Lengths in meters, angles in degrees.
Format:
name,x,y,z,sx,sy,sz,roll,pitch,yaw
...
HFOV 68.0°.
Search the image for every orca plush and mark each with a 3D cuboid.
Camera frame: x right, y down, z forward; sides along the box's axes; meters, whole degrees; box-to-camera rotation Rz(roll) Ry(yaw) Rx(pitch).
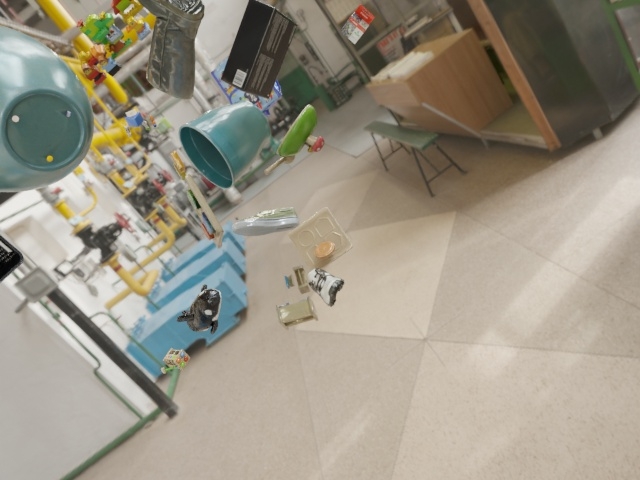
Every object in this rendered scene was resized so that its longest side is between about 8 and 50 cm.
name,x,y,z,sx,sy,sz,roll,pitch,yaw
orca plush,-0.388,0.214,1.433,0.102,0.151,0.287,-4,-8,-31

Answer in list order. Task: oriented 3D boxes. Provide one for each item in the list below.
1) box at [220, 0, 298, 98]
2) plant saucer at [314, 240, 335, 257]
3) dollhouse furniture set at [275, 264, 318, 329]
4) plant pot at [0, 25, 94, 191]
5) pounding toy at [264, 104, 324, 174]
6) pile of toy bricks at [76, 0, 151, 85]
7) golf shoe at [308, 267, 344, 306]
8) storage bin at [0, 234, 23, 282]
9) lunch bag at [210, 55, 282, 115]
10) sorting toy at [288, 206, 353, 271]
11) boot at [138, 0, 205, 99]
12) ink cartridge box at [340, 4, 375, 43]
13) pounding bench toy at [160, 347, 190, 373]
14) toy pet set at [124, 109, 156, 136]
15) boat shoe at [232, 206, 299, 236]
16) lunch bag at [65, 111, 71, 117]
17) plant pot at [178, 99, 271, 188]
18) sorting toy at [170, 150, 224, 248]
name,x,y,z,sx,sy,sz,roll,pitch,yaw
box,-0.195,-0.608,1.527,0.261,0.103,0.184,-65,-16,16
plant saucer,0.014,0.033,1.785,0.083,0.013,0.084,-19,36,15
dollhouse furniture set,-0.096,0.211,1.735,0.129,0.184,0.129,-16,-24,1
plant pot,-0.513,-0.207,0.811,0.195,0.290,0.290,22,56,33
pounding toy,-0.056,-0.298,1.490,0.237,0.110,0.183,-52,6,34
pile of toy bricks,-0.481,-0.454,1.047,0.212,0.105,0.118,-35,58,15
golf shoe,0.006,0.115,1.213,0.077,0.093,0.198,-62,1,-5
storage bin,-0.712,0.061,0.947,0.084,0.122,0.180,-28,25,25
lunch bag,-0.295,-0.658,2.042,0.220,0.293,0.138,-31,-5,27
sorting toy,0.000,0.000,1.855,0.193,0.208,0.038,-35,-20,6
boot,-0.312,-0.395,0.910,0.076,0.189,0.208,-56,4,-32
ink cartridge box,0.116,-0.677,1.490,0.029,0.062,0.115,-58,13,-23
pounding bench toy,-0.495,0.417,1.613,0.065,0.052,0.083,-4,41,33
toy pet set,-0.709,-0.454,1.861,0.122,0.114,0.065,-28,56,-14
boat shoe,-0.247,-0.086,2.128,0.302,0.094,0.109,-6,-25,-18
lunch bag,-0.659,-0.310,1.245,0.098,0.065,0.067,169,115,-75
plant pot,-0.330,-0.374,1.739,0.255,0.272,0.271,-46,21,-25
sorting toy,-0.405,-0.125,1.533,0.041,0.307,0.229,-30,-6,-17
